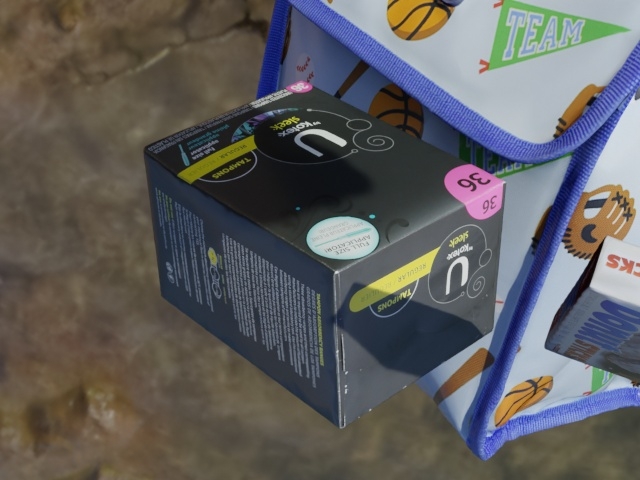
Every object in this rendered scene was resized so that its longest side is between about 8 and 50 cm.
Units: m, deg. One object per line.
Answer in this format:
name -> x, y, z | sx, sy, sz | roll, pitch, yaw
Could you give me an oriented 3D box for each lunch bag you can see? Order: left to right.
lunch bag -> 0.118, -0.105, 0.763 | 0.328, 0.239, 0.385 | 44, 132, 37

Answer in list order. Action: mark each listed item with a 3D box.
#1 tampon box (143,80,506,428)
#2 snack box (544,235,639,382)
tampon box -> 0.000, 0.000, 0.606 | 0.161, 0.120, 0.101 | 31, 136, 39
snack box -> 0.129, 0.035, 0.440 | 0.064, 0.022, 0.178 | 20, 171, 10
